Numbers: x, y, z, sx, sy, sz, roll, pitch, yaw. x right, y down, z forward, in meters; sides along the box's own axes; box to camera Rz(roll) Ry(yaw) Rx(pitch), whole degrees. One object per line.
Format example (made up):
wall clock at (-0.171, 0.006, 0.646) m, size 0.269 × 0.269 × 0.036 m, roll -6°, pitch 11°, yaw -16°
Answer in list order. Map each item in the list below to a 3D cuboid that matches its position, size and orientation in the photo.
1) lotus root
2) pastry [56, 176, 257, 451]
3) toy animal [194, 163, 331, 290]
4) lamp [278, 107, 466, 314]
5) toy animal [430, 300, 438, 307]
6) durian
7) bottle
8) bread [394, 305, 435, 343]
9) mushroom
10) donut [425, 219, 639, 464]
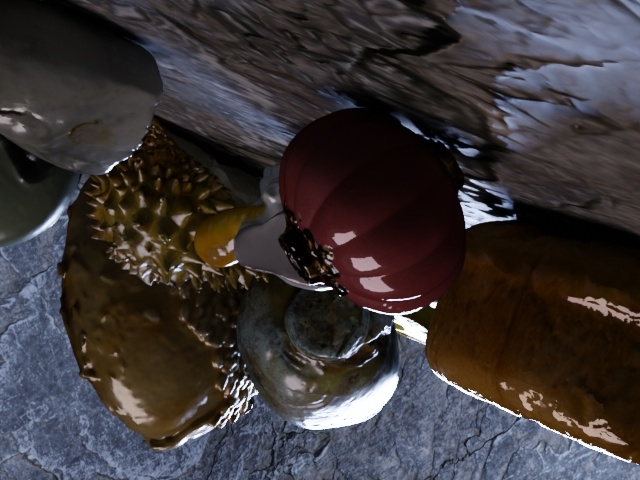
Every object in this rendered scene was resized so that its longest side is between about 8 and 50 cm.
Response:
lotus root at (0.001, 0.110, 1.333) m, size 0.175 × 0.175 × 0.349 m, roll 21°, pitch 163°, yaw 12°
pastry at (-0.147, 0.061, 1.410) m, size 0.184 × 0.315 × 0.284 m, roll -12°, pitch 178°, yaw 20°
toy animal at (0.000, 0.000, 0.837) m, size 0.127 × 0.131 × 0.181 m, roll 44°, pitch -174°, yaw -2°
lamp at (0.025, -0.014, 0.634) m, size 0.107 × 0.092 × 0.107 m, roll 55°, pitch 171°, yaw 12°
toy animal at (0.122, 0.040, 1.210) m, size 0.149 × 0.054 × 0.275 m, roll 19°, pitch 175°, yaw 9°
durian at (-0.124, -0.024, 1.173) m, size 0.183 × 0.138 × 0.250 m, roll 10°, pitch 176°, yaw 33°
bottle at (-0.278, -0.073, 1.022) m, size 0.168 × 0.168 × 0.347 m, roll 24°, pitch 176°, yaw -23°
bread at (0.080, 0.059, 1.508) m, size 0.233 × 0.088 × 0.161 m, roll 27°, pitch 170°, yaw -29°
mushroom at (-0.176, -0.101, 0.663) m, size 0.092 × 0.081 × 0.223 m, roll 22°, pitch 176°, yaw 36°
donut at (0.173, 0.066, 0.781) m, size 0.227 × 0.114 × 0.226 m, roll 22°, pitch 178°, yaw 1°
